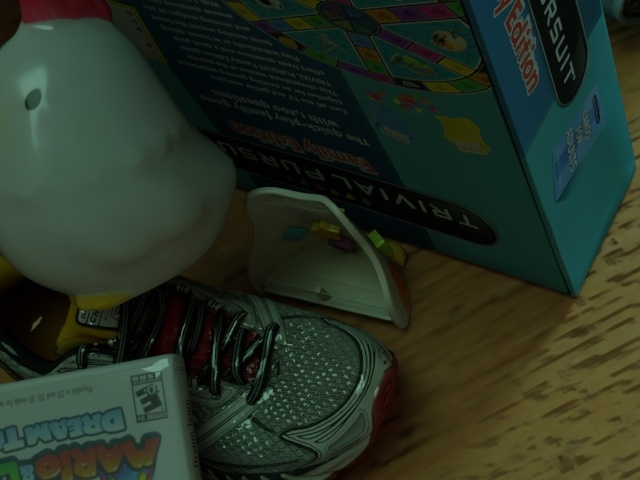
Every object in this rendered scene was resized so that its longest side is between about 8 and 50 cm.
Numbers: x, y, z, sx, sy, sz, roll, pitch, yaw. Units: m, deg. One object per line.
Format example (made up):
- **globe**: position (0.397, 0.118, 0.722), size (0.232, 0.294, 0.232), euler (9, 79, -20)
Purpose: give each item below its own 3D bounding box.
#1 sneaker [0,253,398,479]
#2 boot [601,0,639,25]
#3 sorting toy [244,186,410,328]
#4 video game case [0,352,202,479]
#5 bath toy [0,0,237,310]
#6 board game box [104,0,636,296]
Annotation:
- **sneaker**: position (-0.073, 0.055, 0.495), size (0.225, 0.092, 0.088), euler (5, 63, 26)
- **boot**: position (0.097, -0.172, 0.583), size (0.190, 0.076, 0.208), euler (-39, 60, 0)
- **sorting toy**: position (0.000, 0.000, 0.507), size (0.083, 0.075, 0.045), euler (12, 66, 29)
- **video game case**: position (-0.122, 0.131, 0.454), size (0.157, 0.019, 0.143), euler (-11, 82, 13)
- **bath toy**: position (-0.183, -0.062, 0.523), size (0.151, 0.129, 0.348), euler (-31, 30, -32)
- **board game box**: position (-0.027, -0.121, 0.430), size (0.254, 0.336, 0.079), euler (19, 70, 31)
